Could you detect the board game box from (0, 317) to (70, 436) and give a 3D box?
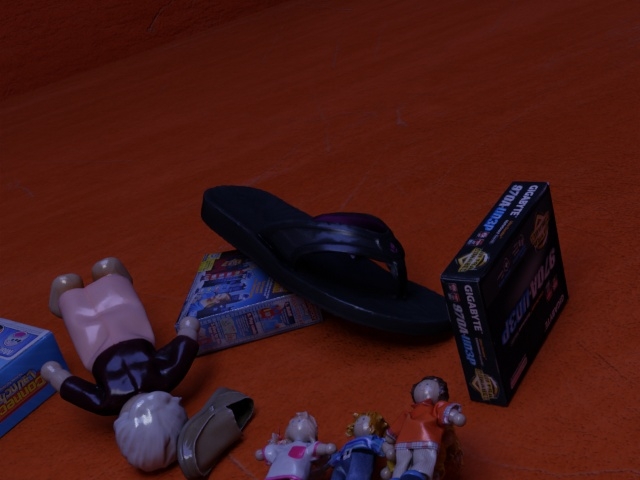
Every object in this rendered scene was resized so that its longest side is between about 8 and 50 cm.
[{"bbox_3d":[-0.563,0.220,1.384,0.308,0.086,0.302,8,37,38],"label":"board game box"}]

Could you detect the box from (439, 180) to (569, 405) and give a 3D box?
[{"bbox_3d":[0.223,0.057,1.172,0.051,0.175,0.220,4,33,34],"label":"box"}]

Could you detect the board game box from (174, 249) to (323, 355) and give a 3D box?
[{"bbox_3d":[-0.089,0.078,1.421,0.194,0.060,0.194,-8,29,13],"label":"board game box"}]

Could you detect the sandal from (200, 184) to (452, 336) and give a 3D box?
[{"bbox_3d":[-0.003,0.000,1.355,0.446,0.107,0.167,30,27,35],"label":"sandal"}]

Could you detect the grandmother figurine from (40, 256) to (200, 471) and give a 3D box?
[{"bbox_3d":[-0.248,0.156,1.278,0.208,0.104,0.342,-28,42,-6],"label":"grandmother figurine"}]

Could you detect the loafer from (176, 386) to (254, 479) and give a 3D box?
[{"bbox_3d":[-0.123,0.223,1.178,0.050,0.056,0.148,-10,28,25],"label":"loafer"}]

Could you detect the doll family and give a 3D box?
[{"bbox_3d":[0.057,0.234,1.037,0.263,0.118,0.163,-21,29,32],"label":"doll family"}]
